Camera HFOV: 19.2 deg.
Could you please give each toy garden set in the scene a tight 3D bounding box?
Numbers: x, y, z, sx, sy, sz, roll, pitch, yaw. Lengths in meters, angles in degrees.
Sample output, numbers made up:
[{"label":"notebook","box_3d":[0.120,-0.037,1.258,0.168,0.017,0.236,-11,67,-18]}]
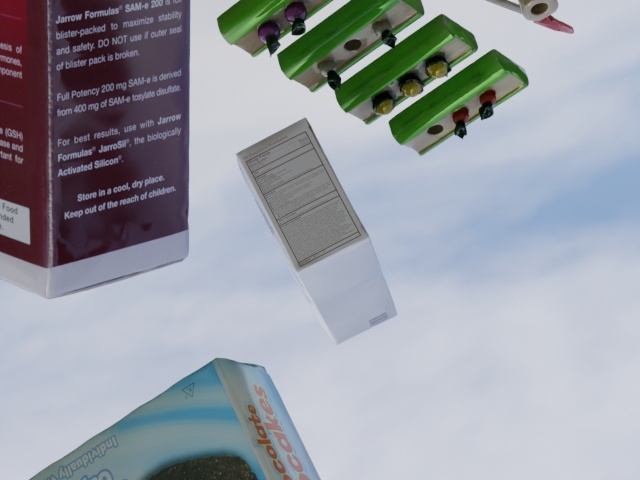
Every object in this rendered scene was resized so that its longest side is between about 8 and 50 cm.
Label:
[{"label":"toy garden set","box_3d":[0.082,-0.150,1.372,0.204,0.244,0.049,-33,-128,27]}]

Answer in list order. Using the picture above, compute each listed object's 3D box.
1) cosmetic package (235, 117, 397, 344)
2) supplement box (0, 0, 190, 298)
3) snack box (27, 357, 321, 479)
[{"label":"cosmetic package","box_3d":[0.000,0.000,1.372,0.060,0.099,0.239,-26,163,0]},{"label":"supplement box","box_3d":[-0.113,-0.113,0.685,0.130,0.239,0.073,19,-155,40]},{"label":"snack box","box_3d":[-0.124,0.217,0.910,0.322,0.187,0.060,-34,159,18]}]
